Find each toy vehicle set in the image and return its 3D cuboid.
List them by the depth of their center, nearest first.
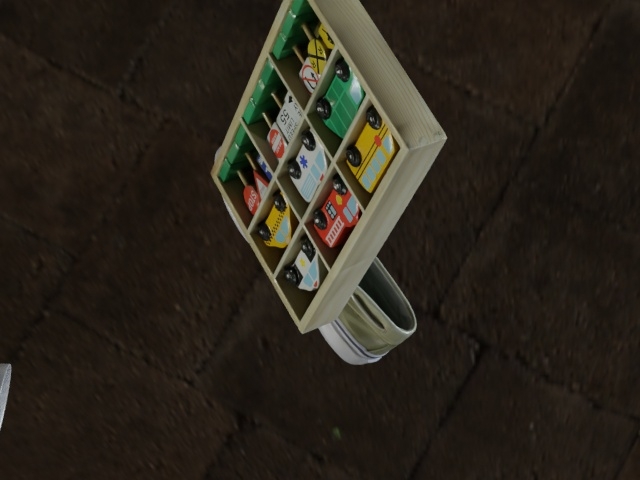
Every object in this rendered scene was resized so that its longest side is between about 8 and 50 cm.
[{"bbox_3d":[-0.003,-0.064,1.273,0.035,0.267,0.166,-19,66,-29],"label":"toy vehicle set"}]

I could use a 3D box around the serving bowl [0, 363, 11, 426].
[{"bbox_3d":[-0.301,0.150,1.486,0.027,0.083,0.083,11,70,-4],"label":"serving bowl"}]

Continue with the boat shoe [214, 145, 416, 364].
[{"bbox_3d":[0.000,0.000,1.852,0.302,0.094,0.109,53,37,-9],"label":"boat shoe"}]
